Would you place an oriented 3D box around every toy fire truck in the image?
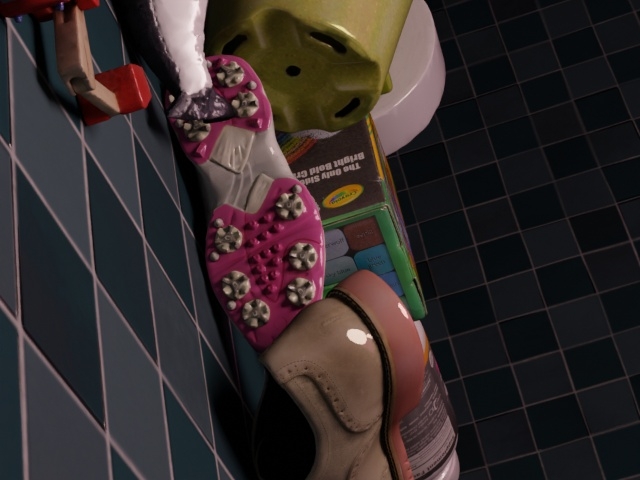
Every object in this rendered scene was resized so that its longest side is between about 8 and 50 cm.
[{"bbox_3d":[-0.171,-0.146,0.951,0.192,0.047,0.135,-54,128,-82],"label":"toy fire truck"}]

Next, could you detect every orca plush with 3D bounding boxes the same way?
[{"bbox_3d":[-0.139,-0.244,1.294,0.102,0.151,0.287,-13,-82,65],"label":"orca plush"}]

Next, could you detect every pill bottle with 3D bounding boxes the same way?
[{"bbox_3d":[0.076,0.206,1.700,0.162,0.162,0.278,-101,172,-46],"label":"pill bottle"}]

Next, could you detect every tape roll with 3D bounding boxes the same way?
[{"bbox_3d":[0.030,-0.246,1.987,0.100,0.286,0.286,62,12,-58],"label":"tape roll"}]

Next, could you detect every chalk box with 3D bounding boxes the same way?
[{"bbox_3d":[0.000,0.000,1.509,0.289,0.180,0.179,-99,170,-47],"label":"chalk box"}]

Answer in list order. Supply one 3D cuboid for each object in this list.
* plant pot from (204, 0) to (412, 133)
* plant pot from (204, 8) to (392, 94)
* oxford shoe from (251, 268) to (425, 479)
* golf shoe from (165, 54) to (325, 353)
[{"bbox_3d":[-0.010,-0.260,1.458,0.276,0.276,0.254,66,27,-50],"label":"plant pot"},{"bbox_3d":[-0.043,-0.311,1.845,0.227,0.207,0.228,66,9,-54],"label":"plant pot"},{"bbox_3d":[-0.002,0.198,1.288,0.140,0.146,0.397,42,-32,38],"label":"oxford shoe"},{"bbox_3d":[-0.060,-0.025,1.347,0.140,0.115,0.306,71,3,-69],"label":"golf shoe"}]
